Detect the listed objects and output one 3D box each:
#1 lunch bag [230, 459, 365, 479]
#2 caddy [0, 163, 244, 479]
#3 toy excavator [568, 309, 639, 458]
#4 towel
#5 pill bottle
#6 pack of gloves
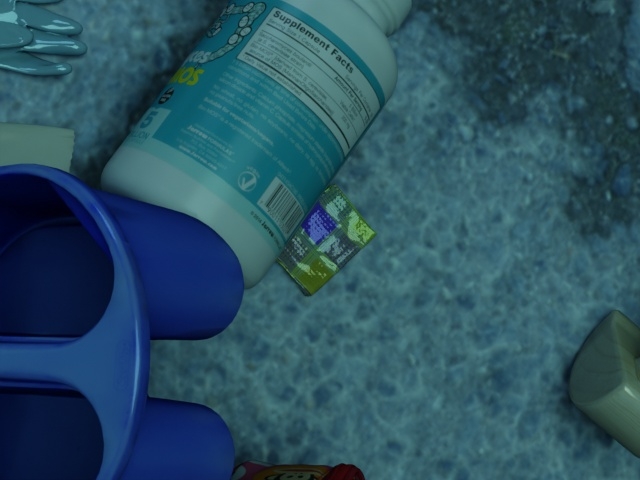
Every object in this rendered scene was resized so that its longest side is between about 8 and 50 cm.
[{"bbox_3d":[-0.027,0.310,0.952,0.120,0.258,0.293,0,101,13],"label":"lunch bag"},{"bbox_3d":[-0.210,0.078,0.872,0.179,0.341,0.241,9,81,-52],"label":"caddy"},{"bbox_3d":[0.408,-0.065,1.101,0.222,0.433,0.445,40,47,-10],"label":"toy excavator"},{"bbox_3d":[0.000,0.000,1.103,0.083,0.009,0.060,-41,96,-16],"label":"towel"},{"bbox_3d":[-0.038,-0.104,1.030,0.146,0.146,0.264,38,75,-10],"label":"pill bottle"},{"bbox_3d":[-0.299,-0.120,1.019,0.232,0.046,0.195,13,70,-18],"label":"pack of gloves"}]
